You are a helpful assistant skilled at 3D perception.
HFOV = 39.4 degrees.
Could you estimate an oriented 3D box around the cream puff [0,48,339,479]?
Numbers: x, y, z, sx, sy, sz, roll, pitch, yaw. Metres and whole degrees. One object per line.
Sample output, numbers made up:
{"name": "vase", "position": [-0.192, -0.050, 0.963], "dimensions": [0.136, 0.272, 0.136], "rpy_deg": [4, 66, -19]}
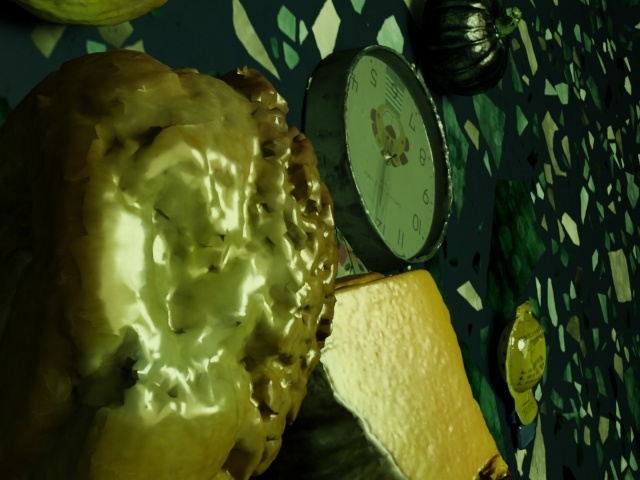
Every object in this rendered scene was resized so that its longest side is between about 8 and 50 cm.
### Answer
{"name": "cream puff", "position": [-0.113, 0.041, 0.616], "dimensions": [0.231, 0.327, 0.343], "rpy_deg": [11, 36, -35]}

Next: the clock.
{"name": "clock", "position": [0.087, -0.113, 1.211], "dimensions": [0.312, 0.061, 0.313], "rpy_deg": [22, 63, -53]}

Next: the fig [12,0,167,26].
{"name": "fig", "position": [-0.227, -0.234, 0.725], "dimensions": [0.257, 0.159, 0.159], "rpy_deg": [-40, 116, -30]}

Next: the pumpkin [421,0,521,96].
{"name": "pumpkin", "position": [0.233, -0.326, 1.421], "dimensions": [0.194, 0.149, 0.194], "rpy_deg": [16, 90, -81]}

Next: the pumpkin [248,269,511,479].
{"name": "pumpkin", "position": [0.017, 0.150, 0.848], "dimensions": [0.256, 0.303, 0.226], "rpy_deg": [-17, 87, -15]}

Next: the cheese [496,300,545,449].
{"name": "cheese", "position": [0.339, 0.227, 1.499], "dimensions": [0.156, 0.064, 0.250], "rpy_deg": [-19, 107, -55]}

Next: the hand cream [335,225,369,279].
{"name": "hand cream", "position": [0.000, 0.000, 1.071], "dimensions": [0.234, 0.050, 0.080], "rpy_deg": [54, 45, -24]}
